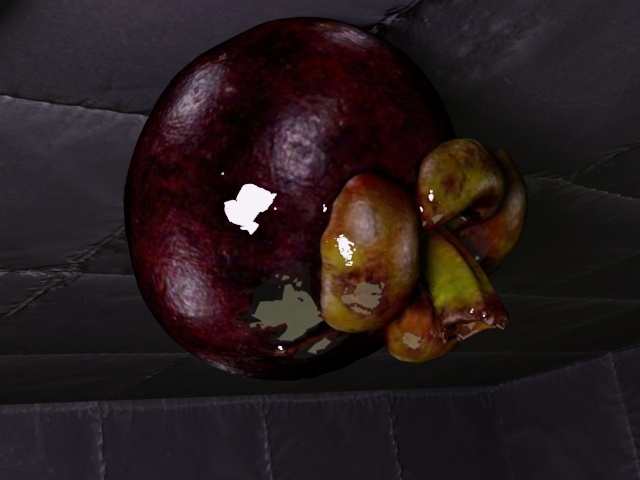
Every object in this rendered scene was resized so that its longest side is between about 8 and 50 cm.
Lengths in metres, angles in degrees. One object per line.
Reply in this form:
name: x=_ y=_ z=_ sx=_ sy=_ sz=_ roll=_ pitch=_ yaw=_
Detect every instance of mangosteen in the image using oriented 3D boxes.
mangosteen: x=0.009 y=-0.021 z=0.780 sx=0.347 sy=0.306 sz=0.307 roll=19 pitch=177 yaw=28
